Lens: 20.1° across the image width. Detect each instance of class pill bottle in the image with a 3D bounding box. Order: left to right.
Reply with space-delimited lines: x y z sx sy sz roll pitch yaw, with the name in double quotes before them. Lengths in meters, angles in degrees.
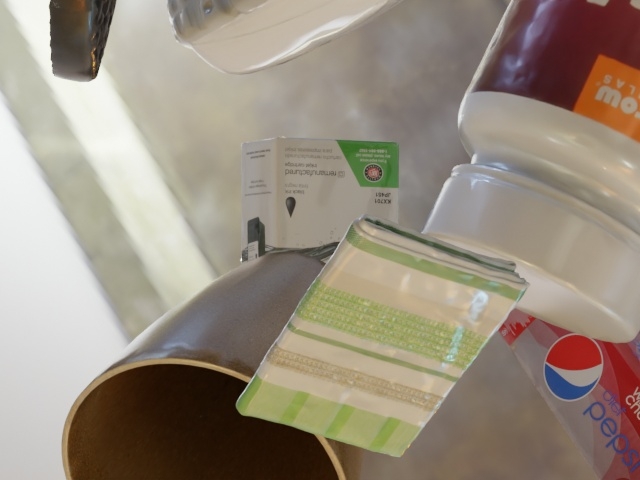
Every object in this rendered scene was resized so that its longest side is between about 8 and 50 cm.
"pill bottle" 0.246 -0.133 1.444 0.224 0.392 0.224 26 171 4

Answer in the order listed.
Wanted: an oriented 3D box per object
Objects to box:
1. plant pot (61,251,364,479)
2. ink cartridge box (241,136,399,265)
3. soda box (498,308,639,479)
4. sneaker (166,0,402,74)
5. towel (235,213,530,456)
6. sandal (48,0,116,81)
"plant pot" -0.057 0.123 1.491 0.237 0.237 0.254 49 -147 -15
"ink cartridge box" 0.000 0.000 1.894 0.153 0.087 0.208 0 -91 -28
"soda box" 0.261 0.145 1.539 0.092 0.083 0.263 21 -151 -47
"sneaker" 0.087 -0.121 0.551 0.129 0.297 0.111 46 -153 -41
"towel" 0.033 0.055 1.015 0.113 0.152 0.023 20 -145 -22
"sandal" -0.154 -0.247 1.019 0.107 0.167 0.446 4 -137 -9
